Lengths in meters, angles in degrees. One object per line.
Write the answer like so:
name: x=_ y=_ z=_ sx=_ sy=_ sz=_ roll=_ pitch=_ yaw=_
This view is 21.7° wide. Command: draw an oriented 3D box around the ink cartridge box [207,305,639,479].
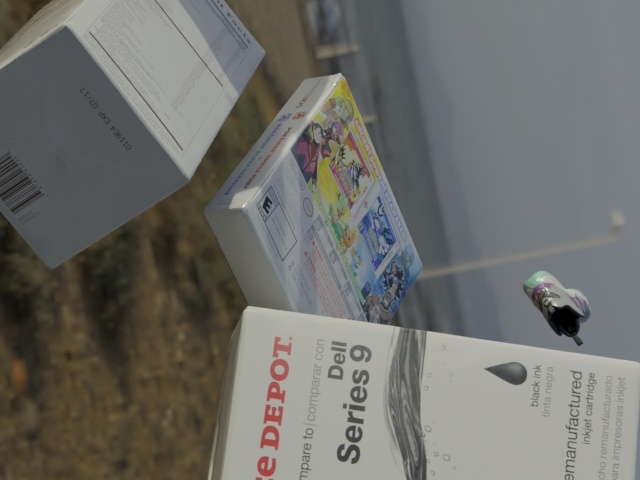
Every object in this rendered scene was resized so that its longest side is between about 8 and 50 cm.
ink cartridge box: x=0.066 y=0.177 z=1.180 sx=0.121 sy=0.289 sz=0.211 roll=114 pitch=-17 yaw=-73

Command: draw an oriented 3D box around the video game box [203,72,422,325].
video game box: x=0.000 y=0.000 z=1.352 sx=0.187 sy=0.048 sz=0.205 roll=-53 pitch=131 yaw=-41

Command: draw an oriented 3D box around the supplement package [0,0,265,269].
supplement package: x=-0.153 y=-0.113 z=1.215 sx=0.139 sy=0.134 sz=0.244 roll=53 pitch=25 yaw=-15

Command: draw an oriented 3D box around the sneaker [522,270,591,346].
sneaker: x=0.231 y=0.073 z=1.547 sx=0.098 sy=0.038 sz=0.069 roll=27 pitch=26 yaw=-43
